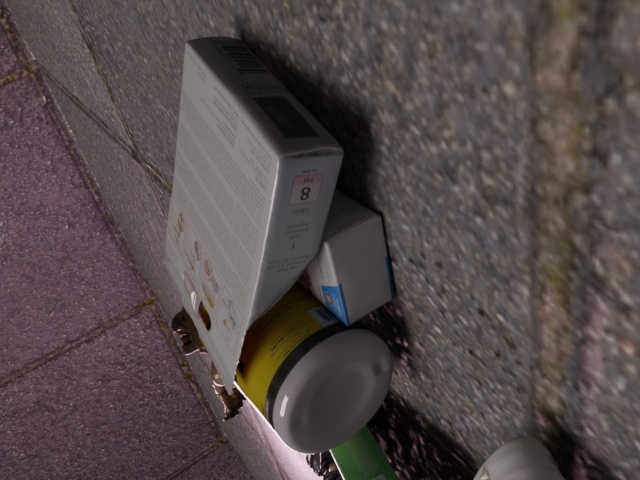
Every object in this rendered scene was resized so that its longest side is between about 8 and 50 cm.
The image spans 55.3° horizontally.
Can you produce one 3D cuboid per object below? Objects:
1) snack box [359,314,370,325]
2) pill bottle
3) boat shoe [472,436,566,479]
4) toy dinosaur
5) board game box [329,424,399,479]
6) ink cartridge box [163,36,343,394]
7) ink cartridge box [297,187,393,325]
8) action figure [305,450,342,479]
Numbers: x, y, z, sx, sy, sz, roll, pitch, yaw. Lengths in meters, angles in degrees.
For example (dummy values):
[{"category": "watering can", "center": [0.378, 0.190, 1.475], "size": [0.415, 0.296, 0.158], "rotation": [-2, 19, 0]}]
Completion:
[{"category": "snack box", "center": [-0.015, 0.025, 0.626], "size": [0.178, 0.022, 0.064], "rotation": [52, 158, 19]}, {"category": "pill bottle", "center": [-0.042, 0.087, 0.571], "size": [0.208, 0.119, 0.119], "rotation": [36, 149, 45]}, {"category": "boat shoe", "center": [0.143, 0.224, 0.460], "size": [0.258, 0.095, 0.084], "rotation": [92, 171, -51]}, {"category": "toy dinosaur", "center": [-0.138, 0.171, 0.995], "size": [0.295, 0.127, 0.200], "rotation": [129, 118, -82]}, {"category": "board game box", "center": [0.048, 0.263, 0.674], "size": [0.317, 0.046, 0.213], "rotation": [-131, 19, -65]}, {"category": "ink cartridge box", "center": [-0.070, -0.022, 0.505], "size": [0.189, 0.066, 0.232], "rotation": [52, 143, 41]}, {"category": "ink cartridge box", "center": [0.000, 0.000, 0.513], "size": [0.122, 0.052, 0.088], "rotation": [39, 151, 47]}, {"category": "action figure", "center": [0.053, 0.423, 0.917], "size": [0.285, 0.099, 0.185], "rotation": [47, 166, 41]}]
